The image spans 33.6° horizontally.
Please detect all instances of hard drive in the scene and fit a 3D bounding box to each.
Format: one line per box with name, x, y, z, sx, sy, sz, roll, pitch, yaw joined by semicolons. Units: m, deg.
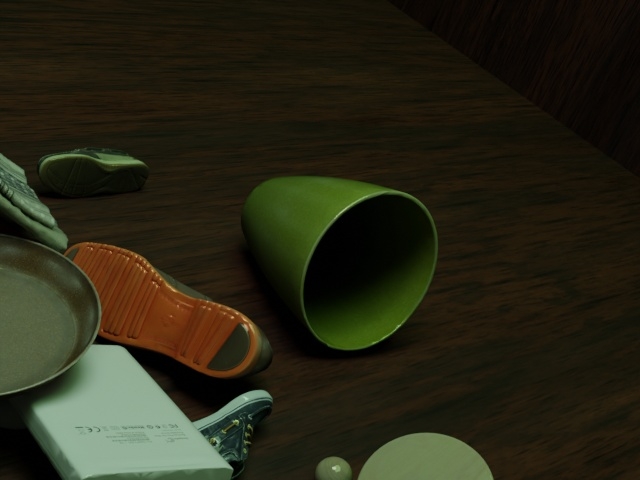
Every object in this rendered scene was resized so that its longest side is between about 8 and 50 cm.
hard drive;-0.271;0.217;1.324;0.203;0.040;0.307;7;19;-40

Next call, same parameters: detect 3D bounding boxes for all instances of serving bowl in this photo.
serving bowl;-0.395;0.204;1.365;0.083;0.027;0.083;17;28;-10

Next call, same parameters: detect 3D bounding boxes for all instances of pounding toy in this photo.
pounding toy;0.116;0.366;1.415;0.237;0.110;0.183;-8;44;3

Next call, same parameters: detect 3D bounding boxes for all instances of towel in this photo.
towel;-0.498;-0.124;1.519;0.324;0.056;0.312;46;-7;-27

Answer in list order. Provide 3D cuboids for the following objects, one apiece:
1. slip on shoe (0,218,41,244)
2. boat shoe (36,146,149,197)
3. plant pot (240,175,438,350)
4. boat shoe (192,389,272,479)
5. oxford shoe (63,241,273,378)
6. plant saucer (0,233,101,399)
slip on shoe;-0.528;-0.017;1.560;0.331;0.101;0.123;24;31;3
boat shoe;-0.408;-0.126;1.868;0.223;0.080;0.073;-2;32;-47
plant pot;0.000;0.000;1.792;0.275;0.275;0.293;-1;21;-37
boat shoe;-0.115;0.269;1.427;0.083;0.065;0.183;39;40;26
oxford shoe;-0.235;0.114;1.579;0.363;0.130;0.133;27;-5;21
plant saucer;-0.433;0.099;1.324;0.310;0.050;0.310;10;36;-7
